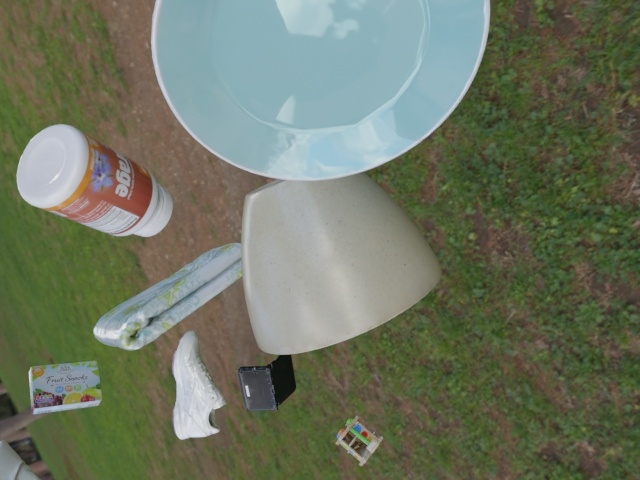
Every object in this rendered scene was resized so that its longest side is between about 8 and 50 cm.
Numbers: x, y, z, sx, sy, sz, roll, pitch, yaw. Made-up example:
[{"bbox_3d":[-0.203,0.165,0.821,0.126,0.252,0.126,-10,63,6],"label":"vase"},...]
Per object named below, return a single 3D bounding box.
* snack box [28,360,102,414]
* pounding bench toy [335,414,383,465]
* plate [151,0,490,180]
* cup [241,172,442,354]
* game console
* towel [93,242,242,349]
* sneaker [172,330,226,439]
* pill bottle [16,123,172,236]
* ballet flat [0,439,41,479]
[{"bbox_3d":[-0.576,0.330,1.279,0.037,0.141,0.100,-52,49,40],"label":"snack box"},{"bbox_3d":[0.064,0.331,0.951,0.065,0.052,0.083,38,155,15],"label":"pounding bench toy"},{"bbox_3d":[0.001,-0.109,0.324,0.188,0.188,0.024,106,159,-48],"label":"plate"},{"bbox_3d":[0.000,0.000,0.932,0.331,0.331,0.237,-7,109,61],"label":"cup"},{"bbox_3d":[-0.116,0.308,1.250,0.071,0.107,0.122,-80,-15,-62],"label":"game console"},{"bbox_3d":[-0.374,0.138,1.422,0.090,0.374,0.320,58,150,-9],"label":"towel"},{"bbox_3d":[-0.343,0.410,1.624,0.114,0.152,0.305,22,-114,-85],"label":"sneaker"},{"bbox_3d":[-0.324,-0.077,0.849,0.121,0.121,0.216,53,-171,26],"label":"pill bottle"},{"bbox_3d":[-0.600,0.531,1.085,0.400,0.139,0.139,-138,35,-66],"label":"ballet flat"}]
